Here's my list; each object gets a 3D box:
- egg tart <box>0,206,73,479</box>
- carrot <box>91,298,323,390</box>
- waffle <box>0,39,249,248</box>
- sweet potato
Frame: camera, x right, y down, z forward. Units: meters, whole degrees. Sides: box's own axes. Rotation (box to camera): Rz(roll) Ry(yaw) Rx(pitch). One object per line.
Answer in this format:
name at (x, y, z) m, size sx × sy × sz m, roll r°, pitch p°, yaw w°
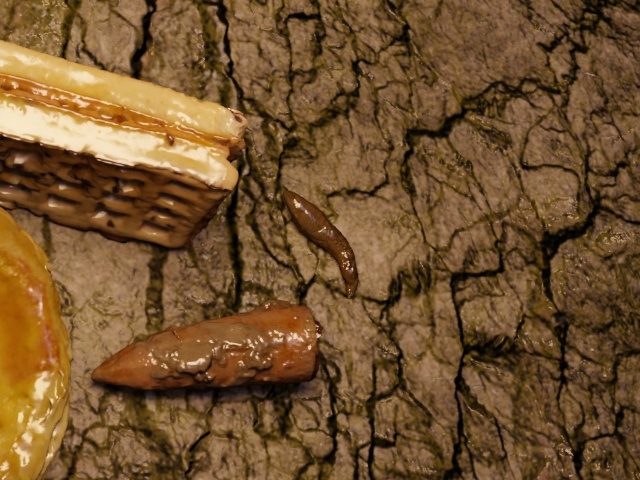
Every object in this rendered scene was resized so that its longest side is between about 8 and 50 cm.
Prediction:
egg tart at (-0.427, 0.133, 1.638) m, size 0.388 × 0.169 × 0.388 m, roll 6°, pitch 82°, yaw -45°
carrot at (-0.131, 0.134, 1.837) m, size 0.263 × 0.102 × 0.102 m, roll -7°, pitch 75°, yaw -15°
waffle at (-0.285, -0.107, 1.757) m, size 0.376 × 0.261 × 0.114 m, roll 16°, pitch 73°, yaw -14°
sweet potato at (0.006, -0.003, 1.955) m, size 0.041 × 0.038 × 0.153 m, roll -37°, pitch 96°, yaw -5°
